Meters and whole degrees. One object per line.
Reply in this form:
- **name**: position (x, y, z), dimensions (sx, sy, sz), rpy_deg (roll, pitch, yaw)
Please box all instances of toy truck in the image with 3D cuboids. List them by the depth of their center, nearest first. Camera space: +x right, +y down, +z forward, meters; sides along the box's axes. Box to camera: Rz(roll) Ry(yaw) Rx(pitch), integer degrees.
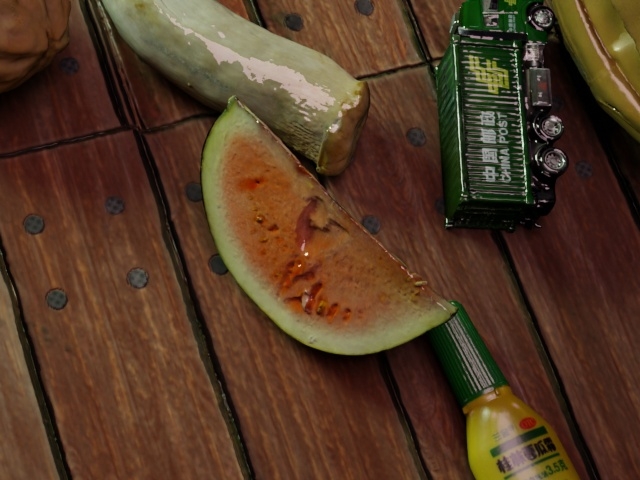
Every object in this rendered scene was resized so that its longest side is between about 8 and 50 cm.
- **toy truck**: position (0.190, -0.142, 1.721), dimensions (0.121, 0.088, 0.259), rpy_deg (3, 68, -9)

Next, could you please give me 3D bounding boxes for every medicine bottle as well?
- **medicine bottle**: position (0.175, 0.180, 1.590), dimensions (0.095, 0.064, 0.260), rpy_deg (-21, 71, -18)

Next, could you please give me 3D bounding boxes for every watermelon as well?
- **watermelon**: position (0.010, -0.002, 1.610), dimensions (0.303, 0.159, 0.128), rpy_deg (45, 37, 13)

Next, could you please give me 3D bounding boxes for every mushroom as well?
- **mushroom**: position (-0.099, -0.199, 1.685), dimensions (0.351, 0.095, 0.123), rpy_deg (37, 92, 3)

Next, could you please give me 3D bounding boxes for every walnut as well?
- **walnut**: position (-0.368, -0.244, 1.609), dimensions (0.245, 0.198, 0.198), rpy_deg (33, 65, 1)

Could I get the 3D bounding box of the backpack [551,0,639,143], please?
- **backpack**: position (0.431, -0.254, 1.726), dimensions (0.353, 0.201, 0.378), rpy_deg (-32, 85, -3)
